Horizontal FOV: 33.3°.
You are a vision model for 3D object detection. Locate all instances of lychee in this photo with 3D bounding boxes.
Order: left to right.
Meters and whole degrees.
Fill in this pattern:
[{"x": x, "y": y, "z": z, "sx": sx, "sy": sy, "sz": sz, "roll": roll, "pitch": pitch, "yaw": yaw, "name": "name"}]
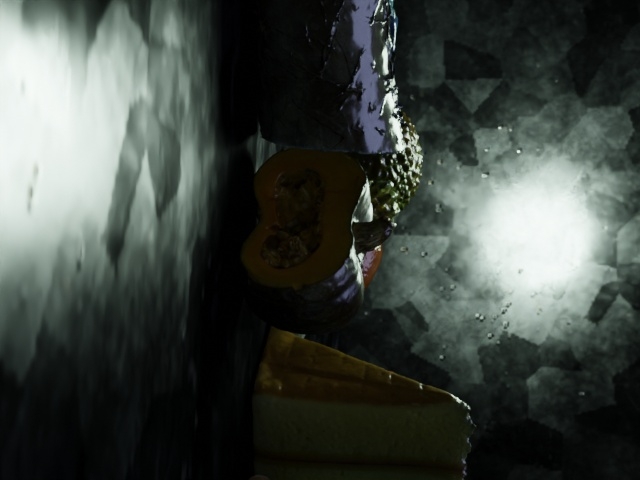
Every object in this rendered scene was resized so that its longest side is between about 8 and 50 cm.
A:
[{"x": 0.104, "y": -0.204, "z": 2.466, "sx": 0.270, "sy": 0.269, "sz": 0.320, "roll": -41, "pitch": 121, "yaw": -83, "name": "lychee"}]

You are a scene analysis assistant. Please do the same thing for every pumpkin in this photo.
[{"x": 0.000, "y": 0.000, "z": 1.585, "sx": 0.317, "sy": 0.221, "sz": 0.139, "roll": -81, "pitch": 173, "yaw": -48, "name": "pumpkin"}]

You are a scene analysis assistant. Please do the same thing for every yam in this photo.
[{"x": 0.012, "y": -0.290, "z": 1.588, "sx": 0.241, "sy": 0.240, "sz": 0.348, "roll": -76, "pitch": 162, "yaw": -68, "name": "yam"}]

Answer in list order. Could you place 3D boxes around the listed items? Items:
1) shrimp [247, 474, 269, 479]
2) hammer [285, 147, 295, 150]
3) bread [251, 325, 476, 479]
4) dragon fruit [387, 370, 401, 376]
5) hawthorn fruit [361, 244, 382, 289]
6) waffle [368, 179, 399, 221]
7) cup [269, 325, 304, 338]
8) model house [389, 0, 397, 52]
[{"x": -0.104, "y": 0.470, "z": 1.498, "sx": 0.317, "sy": 0.062, "sz": 0.164, "roll": -86, "pitch": 178, "yaw": -55, "name": "shrimp"}, {"x": -0.051, "y": -0.132, "z": 2.001, "sx": 0.043, "sy": 0.043, "sz": 0.083, "roll": -39, "pitch": 133, "yaw": -84, "name": "hammer"}, {"x": 0.074, "y": 0.302, "z": 1.777, "sx": 0.245, "sy": 0.361, "sz": 0.233, "roll": -71, "pitch": 162, "yaw": -65, "name": "bread"}, {"x": 0.112, "y": 0.377, "z": 2.183, "sx": 0.252, "sy": 0.241, "sz": 0.241, "roll": -20, "pitch": 115, "yaw": -55, "name": "dragon fruit"}, {"x": 0.020, "y": 0.063, "z": 2.169, "sx": 0.199, "sy": 0.199, "sz": 0.251, "roll": 79, "pitch": 27, "yaw": -69, "name": "hawthorn fruit"}, {"x": 0.066, "y": -0.060, "z": 2.378, "sx": 0.204, "sy": 0.223, "sz": 0.054, "roll": 90, "pitch": -8, "yaw": -46, "name": "waffle"}, {"x": -0.058, "y": 0.159, "z": 1.935, "sx": 0.104, "sy": 0.074, "sz": 0.116, "roll": -60, "pitch": -179, "yaw": 20, "name": "cup"}, {"x": 0.054, "y": -0.440, "z": 2.045, "sx": 0.295, "sy": 0.251, "sz": 0.329, "roll": -60, "pitch": 158, "yaw": -81, "name": "model house"}]
